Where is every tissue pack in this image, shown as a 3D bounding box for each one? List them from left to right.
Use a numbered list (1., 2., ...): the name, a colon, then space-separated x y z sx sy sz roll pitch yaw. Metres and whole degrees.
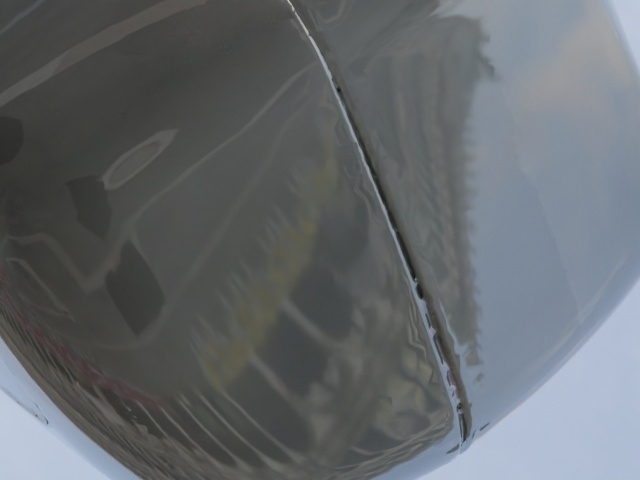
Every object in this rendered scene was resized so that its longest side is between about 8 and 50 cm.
1. tissue pack: -0.060 -0.044 0.637 0.236 0.229 0.333 -34 -149 -18
